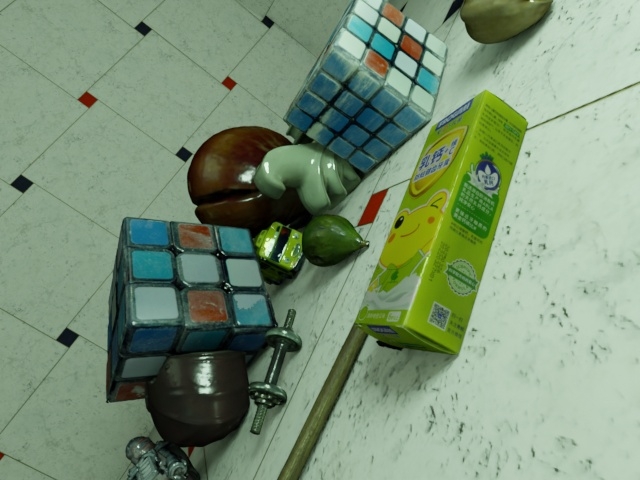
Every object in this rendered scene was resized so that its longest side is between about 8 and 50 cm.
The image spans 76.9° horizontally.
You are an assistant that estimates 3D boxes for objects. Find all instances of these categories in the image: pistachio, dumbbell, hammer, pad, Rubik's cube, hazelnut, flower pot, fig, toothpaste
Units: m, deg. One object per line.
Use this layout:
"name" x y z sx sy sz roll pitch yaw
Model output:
"pistachio" 0.297 -0.377 0.648 0.185 0.126 0.108 -98 -3 -62
"dumbbell" -0.089 0.247 0.792 0.081 0.082 0.254 -45 21 47
"hammer" -0.009 0.265 0.580 0.365 0.043 0.111 -61 13 -12
"pad" -0.057 -0.107 1.486 0.174 0.022 0.233 -65 16 -17
"Rubik's cube" -0.367 0.179 1.082 0.362 0.359 0.363 -58 43 40
"hazelnut" -0.224 -0.202 1.343 0.402 0.429 0.402 6 99 45
"flower pot" -0.005 -0.238 1.098 0.164 0.254 0.367 -38 28 57
"fig" 0.032 -0.004 0.841 0.177 0.117 0.117 -5 56 60
"toothpaste" 0.150 -0.023 0.497 0.327 0.077 0.110 -66 14 -18
"Rubik's cube" 0.106 -0.363 0.945 0.259 0.256 0.253 -37 28 57

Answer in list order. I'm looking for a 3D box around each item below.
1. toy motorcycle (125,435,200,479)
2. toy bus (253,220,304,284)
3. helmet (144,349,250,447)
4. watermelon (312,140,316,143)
"toy motorcycle" -0.349 0.535 0.897 0.134 0.207 0.401 -40 6 -25
"toy bus" -0.145 0.043 1.237 0.262 0.150 0.128 -30 35 63
"helmet" -0.279 0.388 0.945 0.305 0.225 0.177 -56 46 38
"watermelon" 0.027 -0.332 1.455 0.202 0.136 0.207 125 151 -45
